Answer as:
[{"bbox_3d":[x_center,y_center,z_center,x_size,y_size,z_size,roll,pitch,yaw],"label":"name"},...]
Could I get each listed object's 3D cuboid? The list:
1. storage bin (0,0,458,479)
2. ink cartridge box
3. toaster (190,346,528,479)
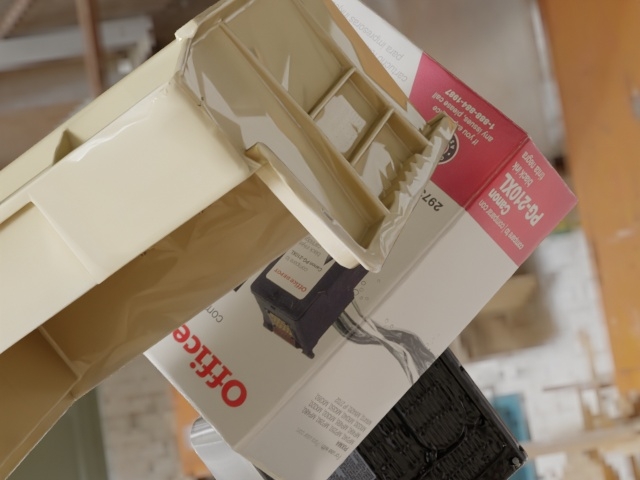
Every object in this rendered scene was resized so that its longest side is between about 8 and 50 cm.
[{"bbox_3d":[-0.092,0.005,0.824,0.262,0.123,0.260,-35,-172,19],"label":"storage bin"},{"bbox_3d":[0.000,0.000,1.055,0.237,0.172,0.100,-48,147,0],"label":"ink cartridge box"},{"bbox_3d":[0.019,0.134,1.243,0.168,0.185,0.110,-39,-174,-26],"label":"toaster"}]
